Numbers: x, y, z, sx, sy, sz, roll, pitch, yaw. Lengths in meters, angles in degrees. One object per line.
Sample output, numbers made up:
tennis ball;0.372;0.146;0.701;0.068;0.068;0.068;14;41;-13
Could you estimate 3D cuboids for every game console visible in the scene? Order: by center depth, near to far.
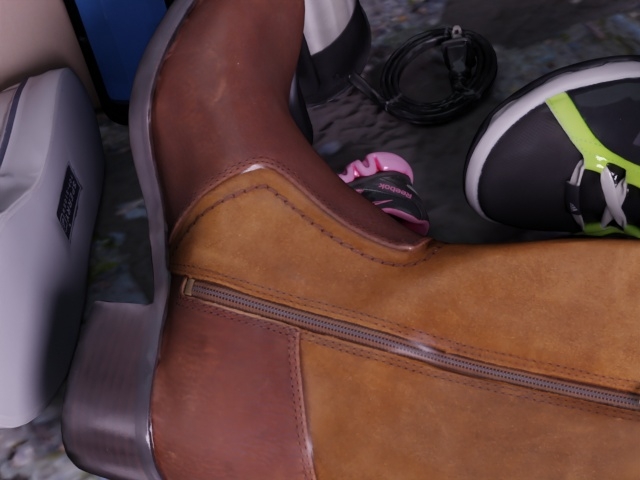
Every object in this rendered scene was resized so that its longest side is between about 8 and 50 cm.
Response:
game console;-0.091;-0.094;0.881;0.071;0.122;0.107;-18;39;-3

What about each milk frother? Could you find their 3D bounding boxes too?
milk frother;0.015;-0.125;0.874;0.143;0.135;0.129;-18;70;1

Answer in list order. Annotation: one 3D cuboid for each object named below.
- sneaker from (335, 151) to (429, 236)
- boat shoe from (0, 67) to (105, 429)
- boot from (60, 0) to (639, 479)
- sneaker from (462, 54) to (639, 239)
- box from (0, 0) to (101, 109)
sneaker;0.000;0.000;0.807;0.119;0.047;0.057;-24;51;-9
boat shoe;-0.173;0.000;0.819;0.088;0.096;0.267;-12;37;10
boot;0.046;-0.004;0.697;0.280;0.096;0.264;4;63;23
sneaker;0.180;-0.030;0.746;0.235;0.084;0.097;-6;41;11
box;-0.225;-0.137;0.956;0.232;0.148;0.127;-24;40;-10
